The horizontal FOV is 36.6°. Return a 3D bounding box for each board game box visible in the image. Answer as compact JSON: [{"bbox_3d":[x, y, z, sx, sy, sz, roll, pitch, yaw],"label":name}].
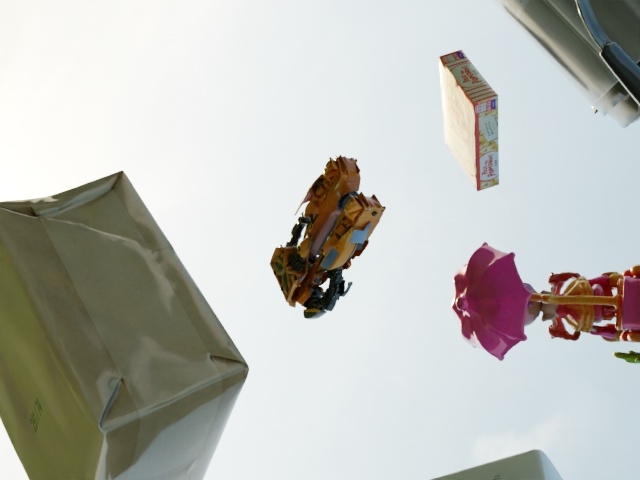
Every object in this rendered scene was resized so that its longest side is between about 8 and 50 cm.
[{"bbox_3d":[0.254,-0.203,1.645,0.146,0.045,0.193,-115,-170,-45],"label":"board game box"}]

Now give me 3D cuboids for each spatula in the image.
[{"bbox_3d":[0.256,-0.201,0.889,0.296,0.084,0.030,55,-36,0],"label":"spatula"}]

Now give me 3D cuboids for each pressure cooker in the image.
[{"bbox_3d":[0.479,-0.364,1.392,0.420,0.370,0.375,49,-64,7],"label":"pressure cooker"}]

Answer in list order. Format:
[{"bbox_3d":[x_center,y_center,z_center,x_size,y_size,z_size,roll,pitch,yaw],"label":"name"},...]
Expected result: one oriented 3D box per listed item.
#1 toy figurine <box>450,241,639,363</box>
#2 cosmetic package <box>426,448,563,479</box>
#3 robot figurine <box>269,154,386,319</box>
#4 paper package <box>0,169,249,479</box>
[{"bbox_3d":[0.176,0.043,0.708,0.173,0.159,0.130,18,76,-78],"label":"toy figurine"},{"bbox_3d":[0.041,0.388,0.915,0.453,0.161,0.230,-21,-136,18],"label":"cosmetic package"},{"bbox_3d":[0.000,0.000,1.739,0.291,0.085,0.211,-58,-140,30],"label":"robot figurine"},{"bbox_3d":[-0.252,0.143,1.081,0.309,0.168,0.325,54,-36,25],"label":"paper package"}]
